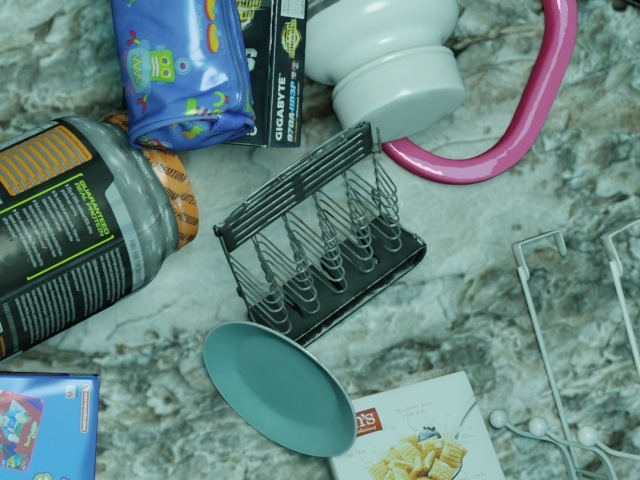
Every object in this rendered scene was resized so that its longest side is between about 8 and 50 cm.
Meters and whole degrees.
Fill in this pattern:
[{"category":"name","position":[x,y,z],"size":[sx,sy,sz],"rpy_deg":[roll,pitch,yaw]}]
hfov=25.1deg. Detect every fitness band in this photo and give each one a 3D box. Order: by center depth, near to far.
[{"category":"fitness band","position":[0.166,-0.204,1.579],"size":[0.209,0.054,0.290],"rpy_deg":[24,85,-9]}]

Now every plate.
[{"category":"plate","position":[-0.038,0.148,1.471],"size":[0.188,0.188,0.024],"rpy_deg":[44,53,-6]}]

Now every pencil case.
[{"category":"pencil case","position":[-0.133,-0.238,1.343],"size":[0.119,0.133,0.306],"rpy_deg":[-4,87,-48]}]

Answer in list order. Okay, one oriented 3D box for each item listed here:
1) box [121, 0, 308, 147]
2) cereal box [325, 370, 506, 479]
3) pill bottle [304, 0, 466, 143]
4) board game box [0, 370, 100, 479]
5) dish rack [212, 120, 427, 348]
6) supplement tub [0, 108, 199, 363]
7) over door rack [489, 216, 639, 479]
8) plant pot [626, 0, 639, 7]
[{"category":"box","position":[-0.109,-0.185,1.441],"size":[0.051,0.220,0.175],"rpy_deg":[-2,98,-48]},{"category":"cereal box","position":[0.109,0.269,1.503],"size":[0.173,0.047,0.240],"rpy_deg":[-14,64,-12]},{"category":"pill bottle","position":[0.036,-0.267,1.459],"size":[0.176,0.176,0.318],"rpy_deg":[-16,75,-11]},{"category":"board game box","position":[-0.348,0.304,1.447],"size":[0.233,0.078,0.347],"rpy_deg":[4,87,-10]},{"category":"dish rack","position":[0.000,0.000,1.443],"size":[0.208,0.271,0.074],"rpy_deg":[-37,66,-11]},{"category":"supplement tub","position":[-0.289,0.001,1.395],"size":[0.316,0.193,0.193],"rpy_deg":[-27,93,-24]},{"category":"over door rack","position":[0.262,0.144,1.491],"size":[0.108,0.239,0.324],"rpy_deg":[-4,89,-16]},{"category":"plant pot","position":[0.388,-0.371,1.572],"size":[0.188,0.187,0.167],"rpy_deg":[21,71,-9]}]
